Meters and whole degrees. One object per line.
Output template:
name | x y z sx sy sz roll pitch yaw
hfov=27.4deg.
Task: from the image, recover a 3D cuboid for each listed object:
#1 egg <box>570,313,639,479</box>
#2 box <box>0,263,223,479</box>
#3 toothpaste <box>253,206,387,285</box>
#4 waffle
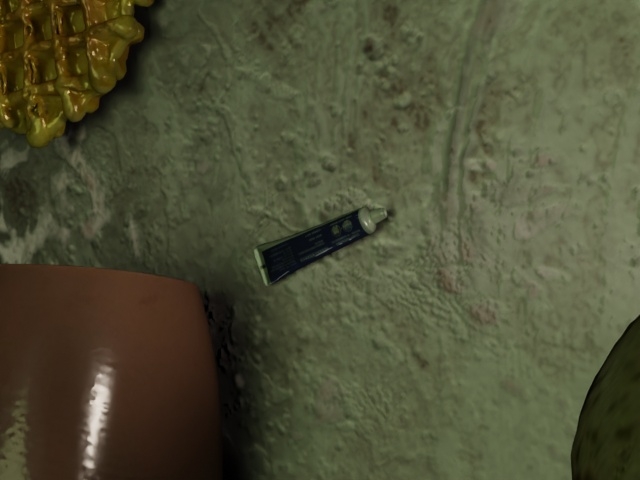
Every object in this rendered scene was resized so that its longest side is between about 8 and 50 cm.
egg | 0.342 0.175 0.720 0.428 0.345 0.345 30 105 37
box | -0.228 0.136 1.127 0.301 0.301 0.216 0 83 32
toothpaste | 0.000 0.000 1.127 0.140 0.021 0.037 -24 78 31
waffle | -0.273 -0.249 1.274 0.283 0.065 0.309 39 106 24
